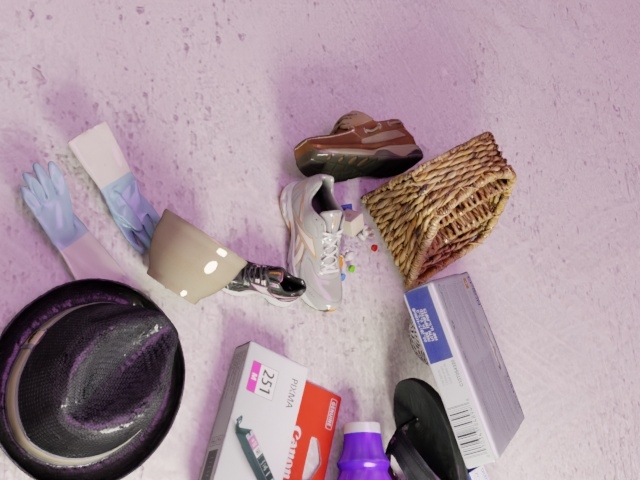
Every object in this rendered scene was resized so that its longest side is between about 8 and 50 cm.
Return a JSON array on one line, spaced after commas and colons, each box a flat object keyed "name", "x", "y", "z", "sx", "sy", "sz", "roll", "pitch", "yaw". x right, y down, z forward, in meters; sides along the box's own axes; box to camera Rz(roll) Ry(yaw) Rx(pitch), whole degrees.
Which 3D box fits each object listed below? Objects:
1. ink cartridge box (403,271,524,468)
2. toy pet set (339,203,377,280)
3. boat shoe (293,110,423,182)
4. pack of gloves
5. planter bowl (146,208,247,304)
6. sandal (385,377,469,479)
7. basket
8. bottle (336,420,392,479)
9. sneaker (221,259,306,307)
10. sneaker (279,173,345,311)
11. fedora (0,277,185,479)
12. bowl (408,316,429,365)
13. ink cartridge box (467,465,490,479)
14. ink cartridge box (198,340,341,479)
[{"name": "ink cartridge box", "x": 0.273, "y": 0.225, "z": 1.705, "sx": 0.324, "sy": 0.071, "sz": 0.330, "roll": 70, "pitch": 18, "yaw": 6}, {"name": "toy pet set", "x": 0.046, "y": -0.004, "z": 1.783, "sx": 0.122, "sy": 0.065, "sz": 0.114, "roll": -39, "pitch": 133, "yaw": -37}, {"name": "boat shoe", "x": 0.068, "y": -0.192, "z": 1.830, "sx": 0.324, "sy": 0.123, "sz": 0.119, "roll": -5, "pitch": 71, "yaw": -47}, {"name": "pack of gloves", "x": -0.372, "y": -0.048, "z": 1.485, "sx": 0.195, "sy": 0.046, "sz": 0.232, "roll": -41, "pitch": 110, "yaw": -39}, {"name": "planter bowl", "x": -0.217, "y": 0.036, "z": 1.500, "sx": 0.162, "sy": 0.162, "sz": 0.109, "roll": 36, "pitch": 85, "yaw": -22}, {"name": "sandal", "x": 0.187, "y": 0.465, "z": 1.627, "sx": 0.107, "sy": 0.167, "sz": 0.445, "roll": 0, "pitch": 73, "yaw": -31}, {"name": "basket", "x": 0.277, "y": -0.070, "z": 1.869, "sx": 0.299, "sy": 0.213, "sz": 0.223, "roll": -27, "pitch": 89, "yaw": -41}, {"name": "bottle", "x": 0.077, "y": 0.460, "z": 1.589, "sx": 0.118, "sy": 0.092, "sz": 0.282, "roll": 13, "pitch": 65, "yaw": -35}, {"name": "sneaker", "x": -0.102, "y": 0.063, "z": 1.615, "sx": 0.178, "sy": 0.077, "sz": 0.071, "roll": 15, "pitch": 63, "yaw": -32}, {"name": "sneaker", "x": 0.000, "y": 0.000, "z": 1.689, "sx": 0.099, "sy": 0.121, "sz": 0.262, "roll": -5, "pitch": 76, "yaw": -38}, {"name": "fedora", "x": -0.314, "y": 0.200, "z": 1.342, "sx": 0.334, "sy": 0.153, "sz": 0.333, "roll": 12, "pitch": 69, "yaw": -35}, {"name": "bowl", "x": 0.230, "y": 0.188, "z": 1.820, "sx": 0.170, "sy": 0.080, "sz": 0.170, "roll": 15, "pitch": 65, "yaw": -34}, {"name": "ink cartridge box", "x": 0.302, "y": 0.532, "z": 1.732, "sx": 0.046, "sy": 0.097, "sz": 0.207, "roll": -19, "pitch": 86, "yaw": -40}, {"name": "ink cartridge box", "x": -0.068, "y": 0.342, "z": 1.547, "sx": 0.239, "sy": 0.060, "sz": 0.275, "roll": 29, "pitch": 58, "yaw": -25}]
